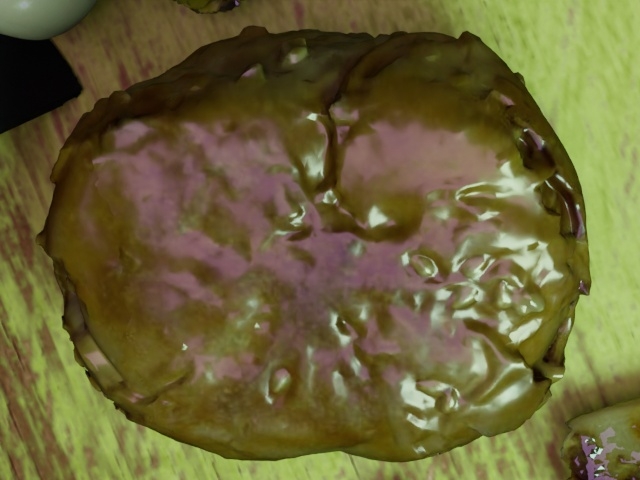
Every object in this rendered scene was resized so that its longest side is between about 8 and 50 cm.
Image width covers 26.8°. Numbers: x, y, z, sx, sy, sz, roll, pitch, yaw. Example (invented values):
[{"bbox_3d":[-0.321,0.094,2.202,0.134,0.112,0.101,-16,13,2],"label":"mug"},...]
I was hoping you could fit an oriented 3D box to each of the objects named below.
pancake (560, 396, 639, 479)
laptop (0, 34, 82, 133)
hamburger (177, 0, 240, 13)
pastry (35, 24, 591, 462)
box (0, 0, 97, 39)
[{"bbox_3d":[0.289,0.202,0.827,0.266,0.057,0.244,-6,104,15],"label":"pancake"},{"bbox_3d":[-0.252,-0.110,0.818,0.135,0.197,0.016,54,134,2],"label":"laptop"},{"bbox_3d":[-0.076,-0.204,0.807,0.126,0.081,0.141,17,118,38],"label":"hamburger"},{"bbox_3d":[0.000,0.000,0.788,0.311,0.162,0.255,5,99,8],"label":"pastry"},{"bbox_3d":[-0.196,-0.181,0.781,0.146,0.200,0.088,41,96,-4],"label":"box"}]
